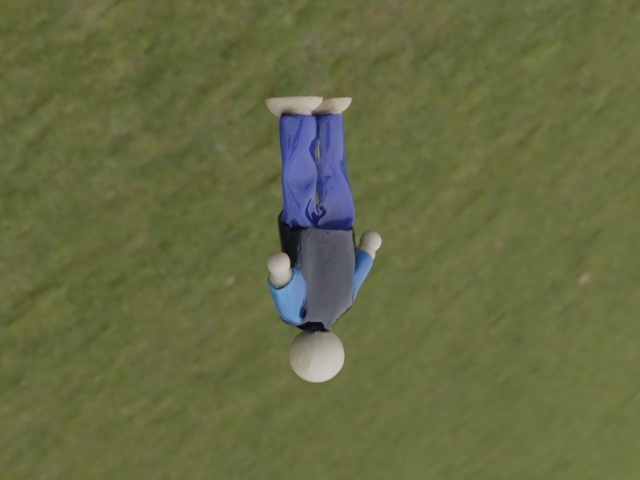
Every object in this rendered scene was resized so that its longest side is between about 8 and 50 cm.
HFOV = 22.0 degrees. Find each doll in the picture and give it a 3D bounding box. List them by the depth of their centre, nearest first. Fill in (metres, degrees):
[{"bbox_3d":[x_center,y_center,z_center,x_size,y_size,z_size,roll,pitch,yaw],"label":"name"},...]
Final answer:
[{"bbox_3d":[0.000,0.000,1.093,0.046,0.189,0.129,0,-178,33],"label":"doll"}]
